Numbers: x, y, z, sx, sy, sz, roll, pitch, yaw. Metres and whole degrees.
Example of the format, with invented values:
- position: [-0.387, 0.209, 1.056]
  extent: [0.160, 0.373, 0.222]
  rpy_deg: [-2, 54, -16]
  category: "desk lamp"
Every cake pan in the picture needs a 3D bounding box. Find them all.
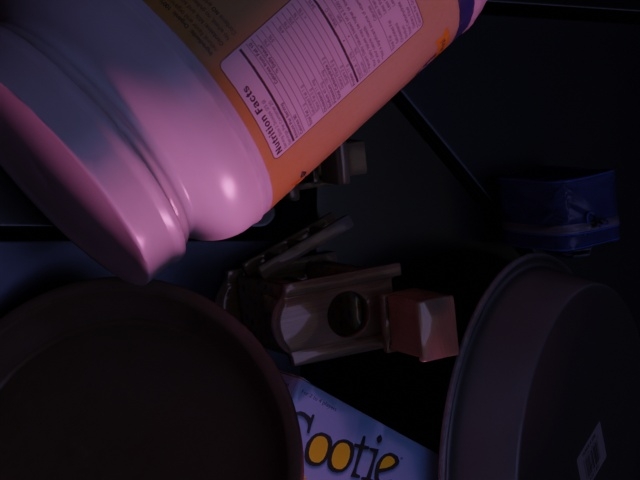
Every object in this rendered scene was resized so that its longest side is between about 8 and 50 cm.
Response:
- position: [0.176, 0.156, 1.329]
  extent: [0.293, 0.054, 0.293]
  rpy_deg: [-9, 101, -59]
  category: "cake pan"

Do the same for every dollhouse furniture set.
- position: [0.000, 0.000, 1.245]
  extent: [0.101, 0.182, 0.161]
  rpy_deg: [-10, 98, -25]
  category: "dollhouse furniture set"

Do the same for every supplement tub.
- position: [-0.066, -0.144, 1.179]
  extent: [0.316, 0.228, 0.228]
  rpy_deg: [-43, 110, -17]
  category: "supplement tub"

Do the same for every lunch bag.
- position: [0.186, -0.020, 1.380]
  extent: [0.067, 0.098, 0.065]
  rpy_deg: [-12, 101, -30]
  category: "lunch bag"

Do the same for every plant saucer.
- position: [-0.140, 0.161, 1.182]
  extent: [0.278, 0.041, 0.278]
  rpy_deg: [-5, 72, 14]
  category: "plant saucer"

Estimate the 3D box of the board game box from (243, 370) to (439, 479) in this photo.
- position: [-0.050, 0.239, 1.258]
  extent: [0.144, 0.142, 0.275]
  rpy_deg: [31, 80, -24]
  category: "board game box"
